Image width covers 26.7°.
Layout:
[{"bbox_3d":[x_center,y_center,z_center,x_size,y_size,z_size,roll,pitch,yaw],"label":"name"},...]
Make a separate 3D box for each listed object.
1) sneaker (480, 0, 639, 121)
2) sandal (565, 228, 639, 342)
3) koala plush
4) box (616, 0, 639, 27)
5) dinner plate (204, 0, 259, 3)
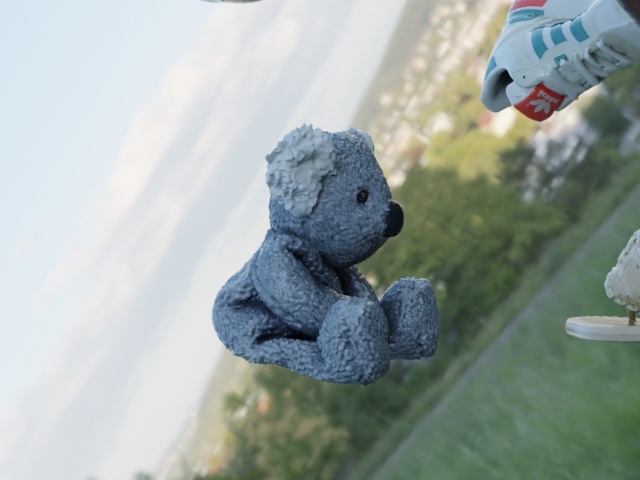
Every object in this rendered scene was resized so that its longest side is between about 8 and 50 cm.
[{"bbox_3d":[0.146,-0.098,0.744,0.075,0.057,0.161,-61,26,-10],"label":"sneaker"},{"bbox_3d":[0.178,0.013,0.604,0.240,0.088,0.079,-170,81,-82],"label":"sandal"},{"bbox_3d":[0.000,0.000,1.246,0.196,0.203,0.221,-14,-70,-65],"label":"koala plush"},{"bbox_3d":[0.247,-0.105,0.546,0.191,0.381,0.143,-40,7,20],"label":"box"},{"bbox_3d":[-0.099,-0.174,0.829,0.141,0.141,0.017,130,164,-86],"label":"dinner plate"}]
